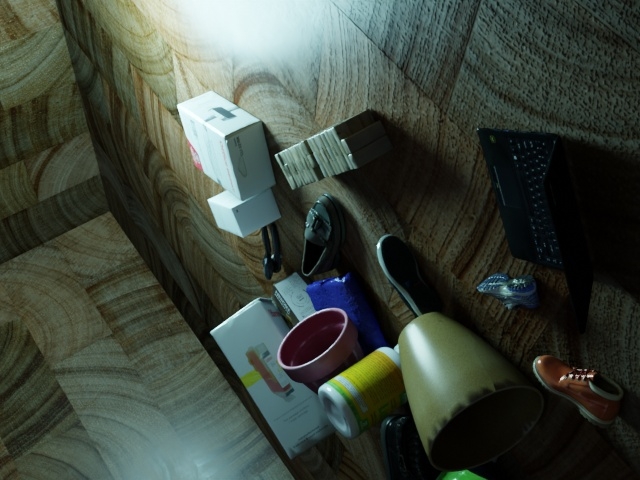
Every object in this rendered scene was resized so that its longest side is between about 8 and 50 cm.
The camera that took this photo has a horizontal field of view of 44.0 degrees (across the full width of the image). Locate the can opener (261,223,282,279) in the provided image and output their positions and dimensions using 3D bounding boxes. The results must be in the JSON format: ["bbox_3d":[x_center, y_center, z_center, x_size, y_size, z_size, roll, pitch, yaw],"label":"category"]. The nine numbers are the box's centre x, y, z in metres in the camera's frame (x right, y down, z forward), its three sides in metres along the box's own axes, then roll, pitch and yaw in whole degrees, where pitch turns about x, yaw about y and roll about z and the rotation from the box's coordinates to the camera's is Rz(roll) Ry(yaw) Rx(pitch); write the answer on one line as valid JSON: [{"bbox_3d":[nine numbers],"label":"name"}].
[{"bbox_3d":[-0.138,0.026,2.278,0.073,0.059,0.186,-104,12,-52],"label":"can opener"}]

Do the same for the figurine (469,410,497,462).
[{"bbox_3d":[0.313,0.372,1.688,0.215,0.092,0.209,48,163,27],"label":"figurine"}]

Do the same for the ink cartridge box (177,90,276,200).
[{"bbox_3d":[-0.247,-0.251,2.084,0.273,0.114,0.197,37,148,46],"label":"ink cartridge box"}]

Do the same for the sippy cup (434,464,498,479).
[{"bbox_3d":[0.354,0.626,1.738,0.224,0.240,0.305,31,-176,33],"label":"sippy cup"}]

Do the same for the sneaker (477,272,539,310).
[{"bbox_3d":[0.320,0.093,1.356,0.058,0.052,0.135,62,159,-14],"label":"sneaker"}]

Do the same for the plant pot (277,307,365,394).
[{"bbox_3d":[0.026,0.294,1.910,0.180,0.201,0.201,55,162,-25],"label":"plant pot"}]

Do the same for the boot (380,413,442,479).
[{"bbox_3d":[0.259,0.584,1.924,0.260,0.131,0.348,-27,79,68],"label":"boot"}]

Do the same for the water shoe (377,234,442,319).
[{"bbox_3d":[0.171,0.085,1.641,0.203,0.073,0.080,60,161,4],"label":"water shoe"}]

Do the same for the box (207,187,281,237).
[{"bbox_3d":[-0.211,-0.088,2.185,0.170,0.130,0.091,21,135,59],"label":"box"}]

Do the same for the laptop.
[{"bbox_3d":[0.298,-0.024,1.141,0.264,0.136,0.234,20,134,59],"label":"laptop"}]

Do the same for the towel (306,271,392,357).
[{"bbox_3d":[0.094,0.227,1.999,0.227,0.076,0.308,-19,100,61],"label":"towel"}]

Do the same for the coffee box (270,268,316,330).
[{"bbox_3d":[-0.031,0.220,2.213,0.246,0.098,0.141,54,158,16],"label":"coffee box"}]

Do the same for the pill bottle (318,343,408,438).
[{"bbox_3d":[0.130,0.328,1.796,0.136,0.245,0.136,47,155,30],"label":"pill bottle"}]

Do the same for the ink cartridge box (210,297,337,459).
[{"bbox_3d":[-0.106,0.356,2.101,0.385,0.160,0.279,57,180,7],"label":"ink cartridge box"}]

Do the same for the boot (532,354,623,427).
[{"bbox_3d":[0.422,0.227,1.296,0.158,0.059,0.085,36,146,30],"label":"boot"}]

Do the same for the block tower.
[{"bbox_3d":[0.019,-0.182,1.620,0.091,0.097,0.335,64,156,-8],"label":"block tower"}]

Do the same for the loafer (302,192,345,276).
[{"bbox_3d":[0.000,0.000,1.893,0.096,0.084,0.267,48,155,29],"label":"loafer"}]

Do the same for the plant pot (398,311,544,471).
[{"bbox_3d":[0.257,0.267,1.520,0.254,0.237,0.237,-120,16,-44],"label":"plant pot"}]
